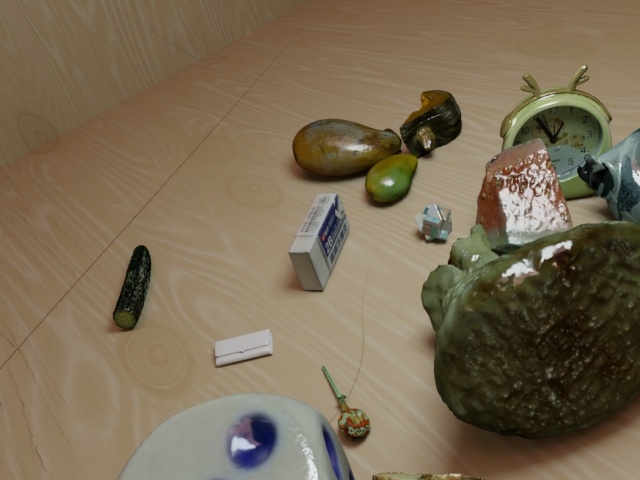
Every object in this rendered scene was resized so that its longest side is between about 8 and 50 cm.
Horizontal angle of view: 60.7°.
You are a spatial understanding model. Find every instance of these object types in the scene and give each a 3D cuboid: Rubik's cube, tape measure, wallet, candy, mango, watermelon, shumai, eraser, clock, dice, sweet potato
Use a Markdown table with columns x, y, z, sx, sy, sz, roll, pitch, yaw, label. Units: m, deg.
| x | y | z | sx | sy | sz | roll | pitch | yaw | label |
| --- | --- | --- | --- | --- | --- | --- | --- | --- | --- |
| 0.258 | -0.040 | 1.261 | 0.073 | 0.084 | 0.075 | -40 | 27 | -31 | Rubik's cube |
| 0.704 | -0.119 | 1.092 | 0.256 | 0.147 | 0.275 | -32 | 62 | -9 | tape measure |
| -0.162 | 0.225 | 1.152 | 0.122 | 0.025 | 0.061 | -14 | 45 | 5 | wallet |
| 0.036 | 0.287 | 0.996 | 0.055 | 0.049 | 0.185 | 2 | 25 | -23 | candy |
| 0.071 | -0.264 | 1.554 | 0.316 | 0.146 | 0.193 | 4 | 41 | 16 | mango |
| 0.415 | -0.095 | 1.129 | 0.192 | 0.140 | 0.257 | -1 | 79 | 21 | watermelon |
| 0.332 | 0.106 | 0.900 | 0.397 | 0.324 | 0.323 | -27 | 21 | -1 | shumai |
| 0.000 | 0.000 | 1.275 | 0.068 | 0.124 | 0.210 | 1 | 42 | 24 | eraser |
| 0.513 | -0.234 | 1.205 | 0.235 | 0.308 | 0.096 | -5 | 37 | 15 | clock |
| 0.185 | -0.165 | 1.442 | 0.122 | 0.086 | 0.191 | -9 | 27 | 30 | mango |
| -0.078 | 0.399 | 0.684 | 0.276 | 0.304 | 0.304 | -18 | 39 | -1 | dice |
| 0.215 | -0.287 | 1.599 | 0.049 | 0.049 | 0.117 | -21 | 42 | -3 | sweet potato |

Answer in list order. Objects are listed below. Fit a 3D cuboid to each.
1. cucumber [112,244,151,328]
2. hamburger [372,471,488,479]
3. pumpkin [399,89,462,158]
| x | y | z | sx | sy | sz | roll | pitch | yaw | label |
| --- | --- | --- | --- | --- | --- | --- | --- | --- | --- |
| -0.467 | 0.100 | 1.390 | 0.067 | 0.068 | 0.294 | -14 | 37 | 5 | cucumber |
| 0.160 | 0.385 | 0.641 | 0.162 | 0.330 | 0.209 | -7 | 62 | 30 | hamburger |
| 0.324 | -0.332 | 1.546 | 0.126 | 0.131 | 0.248 | 6 | 46 | 28 | pumpkin |
